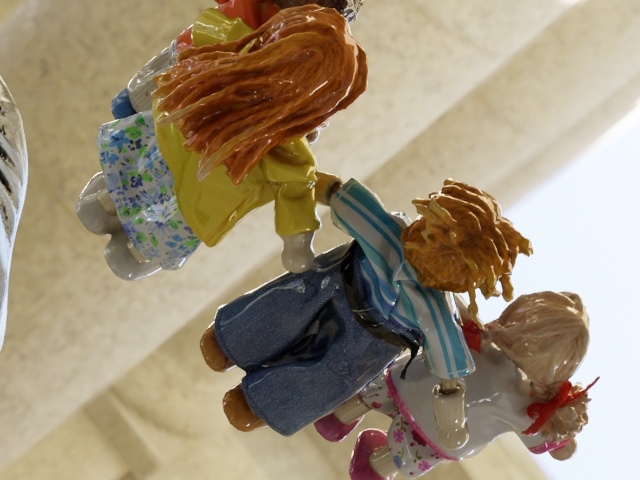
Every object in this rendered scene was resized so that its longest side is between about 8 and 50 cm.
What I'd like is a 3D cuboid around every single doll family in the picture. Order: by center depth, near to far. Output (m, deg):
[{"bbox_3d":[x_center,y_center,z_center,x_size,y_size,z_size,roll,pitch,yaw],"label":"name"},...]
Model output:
[{"bbox_3d":[0.000,0.000,0.723,0.263,0.163,0.118,55,-138,1],"label":"doll family"}]

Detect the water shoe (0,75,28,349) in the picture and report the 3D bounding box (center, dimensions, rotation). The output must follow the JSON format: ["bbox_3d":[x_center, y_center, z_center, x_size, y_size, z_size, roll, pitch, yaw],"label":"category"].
[{"bbox_3d":[-0.170,-0.030,0.857,0.073,0.080,0.203,-1,-126,-12],"label":"water shoe"}]
